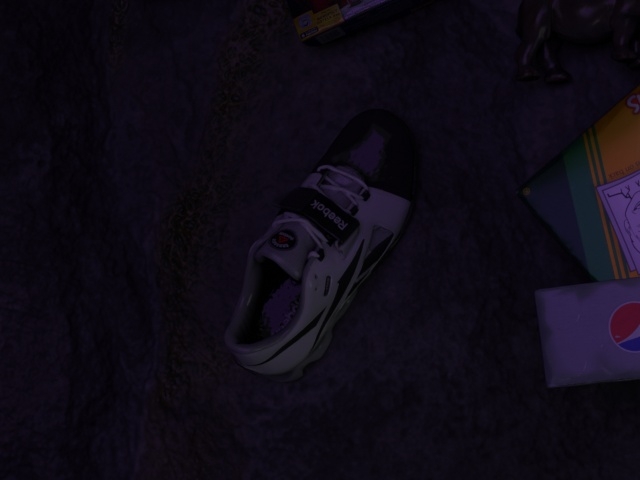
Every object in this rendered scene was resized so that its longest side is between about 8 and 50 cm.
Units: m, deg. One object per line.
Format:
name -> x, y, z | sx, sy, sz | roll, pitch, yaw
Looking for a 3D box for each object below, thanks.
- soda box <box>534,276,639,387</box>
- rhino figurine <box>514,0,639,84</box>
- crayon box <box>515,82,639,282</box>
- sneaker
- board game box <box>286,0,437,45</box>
soda box -> 0.352, 0.077, 1.316 | 0.286, 0.091, 0.098 | -9, 82, 19
rhino figurine -> 0.324, -0.238, 1.497 | 0.243, 0.073, 0.106 | -9, 81, 16
crayon box -> 0.438, -0.045, 1.406 | 0.363, 0.106, 0.313 | -42, 71, 9
sneaker -> 0.000, 0.000, 1.532 | 0.122, 0.146, 0.330 | 25, 88, 22
board game box -> 0.043, -0.344, 1.618 | 0.194, 0.060, 0.194 | -22, 73, 14
